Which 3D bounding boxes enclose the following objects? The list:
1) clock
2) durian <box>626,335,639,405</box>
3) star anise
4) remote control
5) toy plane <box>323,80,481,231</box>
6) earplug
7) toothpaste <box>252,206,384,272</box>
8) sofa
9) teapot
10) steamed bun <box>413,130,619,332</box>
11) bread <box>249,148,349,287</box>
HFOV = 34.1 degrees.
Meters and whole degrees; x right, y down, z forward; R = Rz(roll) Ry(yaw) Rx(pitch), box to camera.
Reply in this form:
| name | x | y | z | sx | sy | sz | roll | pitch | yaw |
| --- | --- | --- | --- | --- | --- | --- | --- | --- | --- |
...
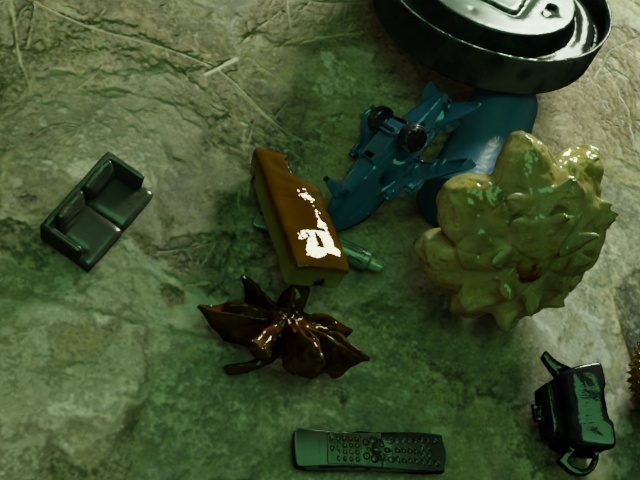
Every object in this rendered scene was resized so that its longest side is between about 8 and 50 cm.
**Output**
| name | x | y | z | sx | sy | sz | roll | pitch | yaw |
| --- | --- | --- | --- | --- | --- | --- | --- | --- | --- |
| clock | 0.267 | -0.376 | 1.650 | 0.386 | 0.076 | 0.386 | 8 | 46 | -9 |
| durian | 0.521 | 0.194 | 1.505 | 0.158 | 0.137 | 0.168 | 38 | 45 | -20 |
| star anise | -0.039 | 0.121 | 1.368 | 0.212 | 0.111 | 0.196 | 20 | 36 | 26 |
| remote control | 0.065 | 0.279 | 1.376 | 0.212 | 0.028 | 0.059 | 6 | 61 | -15 |
| toy plane | 0.101 | -0.120 | 1.501 | 0.271 | 0.105 | 0.254 | -41 | 39 | -9 |
| earplug | 0.252 | -0.144 | 1.578 | 0.132 | 0.132 | 0.273 | 29 | 57 | -3 |
| toothpaste | 0.000 | 0.000 | 1.483 | 0.197 | 0.029 | 0.048 | 24 | 56 | -2 |
| sofa | -0.294 | -0.041 | 1.390 | 0.085 | 0.060 | 0.147 | 37 | 61 | 1 |
| teapot | 0.340 | 0.238 | 1.449 | 0.096 | 0.087 | 0.177 | 1 | 66 | -12 |
| steamed bun | 0.288 | -0.003 | 1.423 | 0.295 | 0.292 | 0.137 | -5 | 31 | -16 |
| bread | -0.034 | -0.034 | 1.443 | 0.088 | 0.049 | 0.226 | 4 | 46 | -26 |
